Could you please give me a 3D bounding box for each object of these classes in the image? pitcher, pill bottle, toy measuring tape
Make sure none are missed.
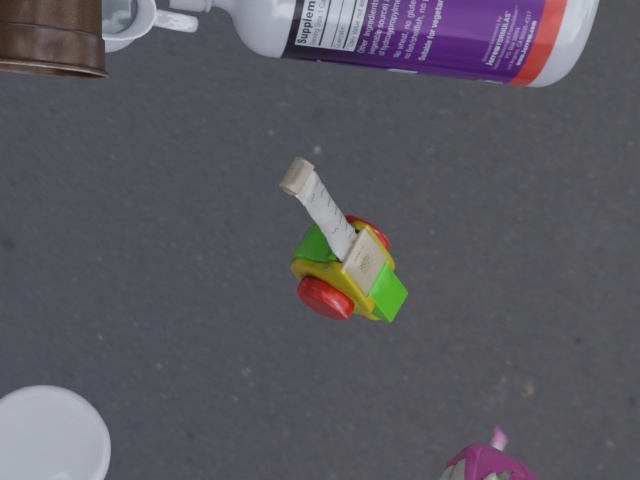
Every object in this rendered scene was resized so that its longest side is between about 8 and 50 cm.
[{"bbox_3d":[-0.267,-0.310,1.803,0.177,0.207,0.126,12,96,-20],"label":"pitcher"},{"bbox_3d":[0.048,-0.225,1.046,0.322,0.181,0.182,6,104,-8],"label":"pill bottle"},{"bbox_3d":[-0.257,0.219,1.198,0.117,0.208,0.118,7,60,-13],"label":"pill bottle"},{"bbox_3d":[0.000,0.000,1.469,0.121,0.121,0.330,-48,143,-8],"label":"toy measuring tape"}]

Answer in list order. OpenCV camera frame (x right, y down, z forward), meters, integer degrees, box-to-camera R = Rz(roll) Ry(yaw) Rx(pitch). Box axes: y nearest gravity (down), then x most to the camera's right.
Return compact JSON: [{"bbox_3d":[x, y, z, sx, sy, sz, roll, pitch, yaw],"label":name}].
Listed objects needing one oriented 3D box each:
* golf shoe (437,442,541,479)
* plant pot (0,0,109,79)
[{"bbox_3d":[0.072,0.230,0.552,0.115,0.306,0.140,30,126,-33],"label":"golf shoe"},{"bbox_3d":[-0.304,-0.264,1.430,0.167,0.167,0.165,3,92,-30],"label":"plant pot"}]
